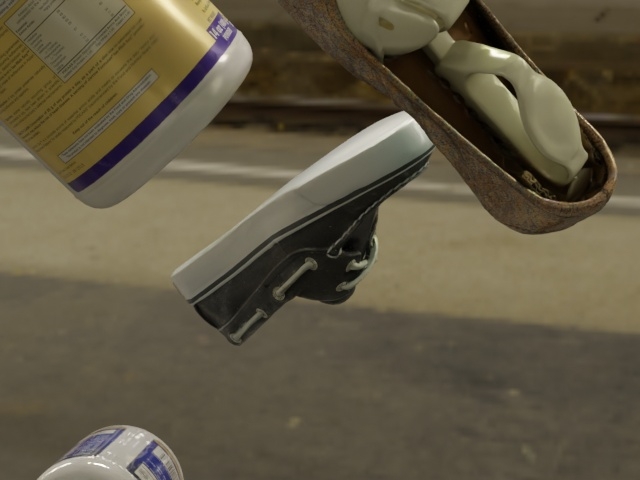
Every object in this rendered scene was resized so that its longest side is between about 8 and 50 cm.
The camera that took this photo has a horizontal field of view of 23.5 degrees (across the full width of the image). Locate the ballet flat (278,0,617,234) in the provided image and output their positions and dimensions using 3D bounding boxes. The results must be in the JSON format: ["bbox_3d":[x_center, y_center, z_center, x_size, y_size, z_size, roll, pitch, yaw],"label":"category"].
[{"bbox_3d":[0.084,-0.127,0.998,0.107,0.316,0.106,-53,19,-14],"label":"ballet flat"}]

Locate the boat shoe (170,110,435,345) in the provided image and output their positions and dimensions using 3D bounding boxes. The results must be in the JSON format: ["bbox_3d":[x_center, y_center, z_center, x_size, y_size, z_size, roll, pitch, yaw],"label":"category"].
[{"bbox_3d":[0.000,0.000,1.223,0.301,0.102,0.108,-35,5,39],"label":"boat shoe"}]

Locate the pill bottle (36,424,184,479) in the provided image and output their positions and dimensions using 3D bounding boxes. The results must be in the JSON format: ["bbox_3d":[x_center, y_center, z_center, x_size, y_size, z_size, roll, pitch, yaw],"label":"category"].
[{"bbox_3d":[-0.185,0.226,1.276,0.112,0.112,0.187,1,6,7],"label":"pill bottle"}]

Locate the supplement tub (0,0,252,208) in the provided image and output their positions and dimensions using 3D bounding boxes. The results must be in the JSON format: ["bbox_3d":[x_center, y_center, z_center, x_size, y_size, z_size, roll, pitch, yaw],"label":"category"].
[{"bbox_3d":[-0.258,-0.221,1.540,0.241,0.331,0.241,-41,15,14],"label":"supplement tub"}]
